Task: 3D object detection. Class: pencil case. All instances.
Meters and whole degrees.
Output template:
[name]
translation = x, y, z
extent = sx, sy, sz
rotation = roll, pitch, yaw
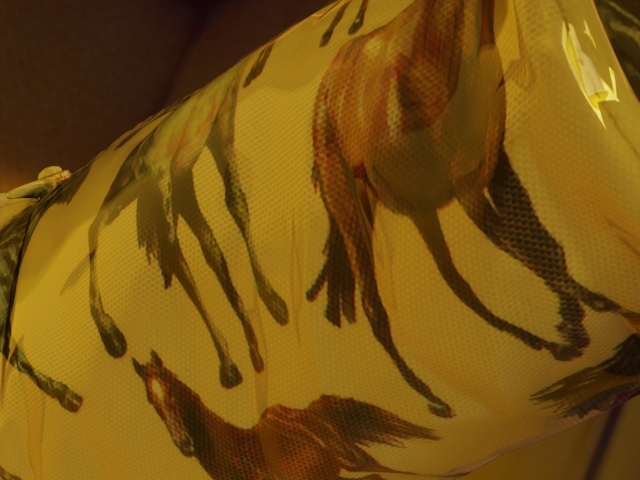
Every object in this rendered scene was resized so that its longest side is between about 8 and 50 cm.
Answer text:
[pencil case]
translation = 0.000, 0.000, 0.601
extent = 0.410, 0.160, 0.183
rotation = -31, 85, 46
